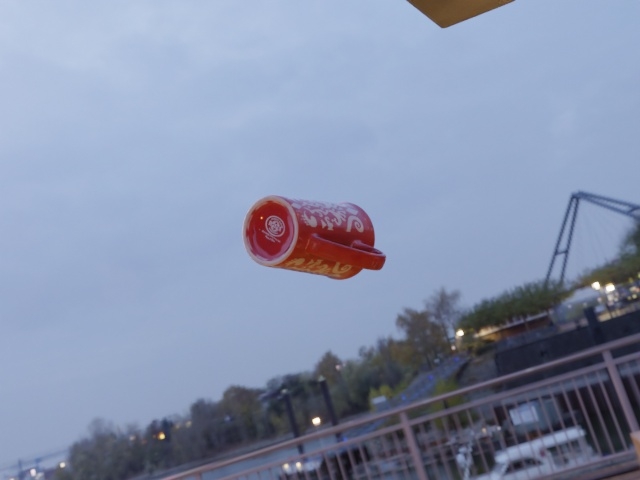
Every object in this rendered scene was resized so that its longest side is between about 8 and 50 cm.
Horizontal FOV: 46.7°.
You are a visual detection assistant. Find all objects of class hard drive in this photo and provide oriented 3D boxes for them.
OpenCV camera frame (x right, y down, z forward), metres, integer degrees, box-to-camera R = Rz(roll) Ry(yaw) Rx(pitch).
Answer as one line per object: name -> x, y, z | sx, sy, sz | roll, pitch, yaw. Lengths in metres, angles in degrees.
hard drive -> 0.142, -0.273, 0.791 | 0.094, 0.022, 0.135 | -14, -13, 32

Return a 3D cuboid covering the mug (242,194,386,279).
mug -> -0.002, -0.009, 0.990 | 0.150, 0.113, 0.169 | -10, -10, 34
